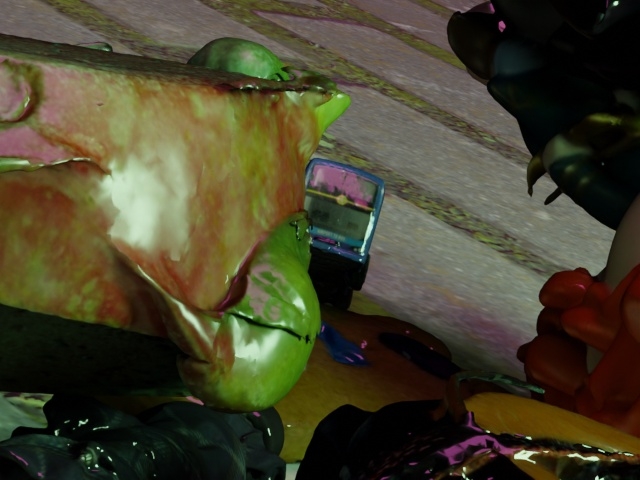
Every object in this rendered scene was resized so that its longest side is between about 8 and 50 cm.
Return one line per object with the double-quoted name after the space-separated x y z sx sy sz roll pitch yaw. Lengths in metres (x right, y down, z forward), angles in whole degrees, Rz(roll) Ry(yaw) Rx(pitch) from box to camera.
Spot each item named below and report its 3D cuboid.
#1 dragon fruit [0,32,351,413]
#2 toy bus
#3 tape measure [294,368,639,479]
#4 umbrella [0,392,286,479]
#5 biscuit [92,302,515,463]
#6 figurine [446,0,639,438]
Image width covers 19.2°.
-0.119 -0.023 0.663 0.295 0.130 0.268 3 8 -44 "dragon fruit"
0.000 0.000 0.991 0.051 0.061 0.153 15 -13 -2 "toy bus"
0.089 0.132 0.584 0.223 0.135 0.202 20 5 -7 "tape measure"
-0.068 0.087 0.675 0.071 0.080 0.224 -13 2 18 "umbrella"
-0.010 0.062 0.891 0.236 0.039 0.180 4 22 -40 "biscuit"
0.180 -0.034 0.906 0.241 0.411 0.306 -15 -16 -20 "figurine"
